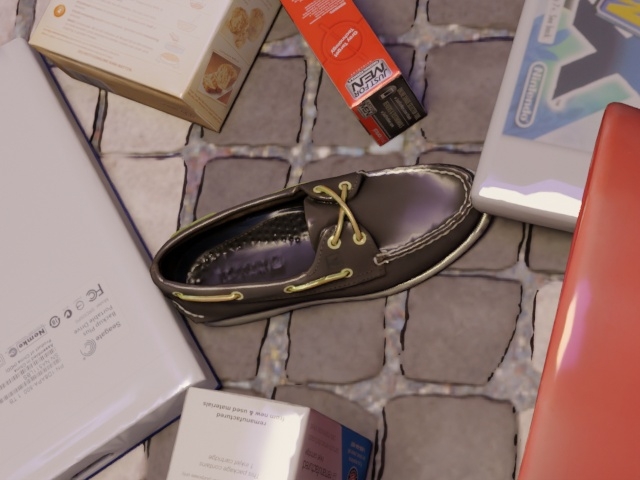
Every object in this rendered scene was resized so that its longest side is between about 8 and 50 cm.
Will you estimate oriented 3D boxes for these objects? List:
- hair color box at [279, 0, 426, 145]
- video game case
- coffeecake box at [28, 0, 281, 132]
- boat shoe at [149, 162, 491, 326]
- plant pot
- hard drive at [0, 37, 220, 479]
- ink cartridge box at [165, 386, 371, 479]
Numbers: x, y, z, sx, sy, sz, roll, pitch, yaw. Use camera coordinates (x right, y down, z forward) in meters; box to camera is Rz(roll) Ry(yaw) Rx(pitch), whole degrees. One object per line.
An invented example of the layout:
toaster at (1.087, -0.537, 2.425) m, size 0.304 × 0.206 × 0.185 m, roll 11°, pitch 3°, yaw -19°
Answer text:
hair color box at (0.013, -0.140, 0.877) m, size 0.043 × 0.072 × 0.141 m, roll -35°, pitch 64°, yaw 6°
video game case at (0.278, -0.142, 0.784) m, size 0.300 × 0.036 × 0.328 m, roll 13°, pitch 77°, yaw 17°
coffeecake box at (-0.104, -0.193, 0.939) m, size 0.142 × 0.068 × 0.185 m, roll 22°, pitch 82°, yaw 25°
boat shoe at (0.000, 0.000, 0.838) m, size 0.228 × 0.069 × 0.081 m, roll -19°, pitch 68°, yaw 13°
plant pot at (0.229, 0.087, 0.631) m, size 0.243 × 0.275 × 0.274 m, roll 14°, pitch 78°, yaw 11°
hard drive at (-0.232, 0.031, 0.929) m, size 0.210 × 0.040 × 0.318 m, roll -35°, pitch 65°, yaw 6°
ink cartridge box at (-0.041, 0.194, 0.751) m, size 0.082 × 0.139 × 0.190 m, roll 6°, pitch 76°, yaw 20°
